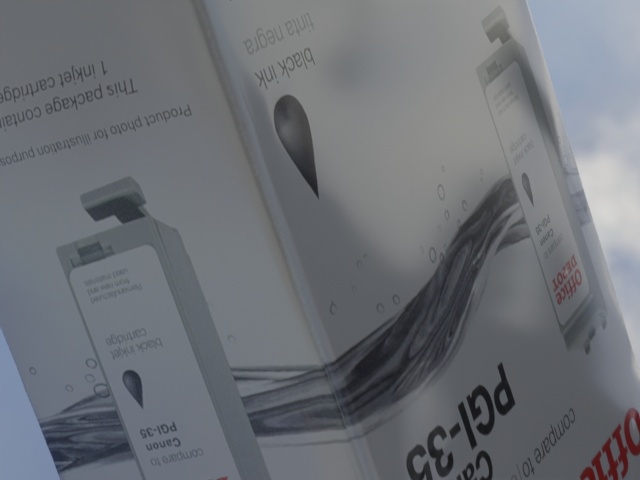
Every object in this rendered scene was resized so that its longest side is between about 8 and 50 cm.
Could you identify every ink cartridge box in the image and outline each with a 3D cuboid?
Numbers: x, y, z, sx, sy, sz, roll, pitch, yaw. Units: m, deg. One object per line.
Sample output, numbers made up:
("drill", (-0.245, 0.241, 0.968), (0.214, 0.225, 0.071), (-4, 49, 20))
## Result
("ink cartridge box", (0.000, 0.000, 0.564), (0.117, 0.283, 0.207), (-12, -167, 33))
